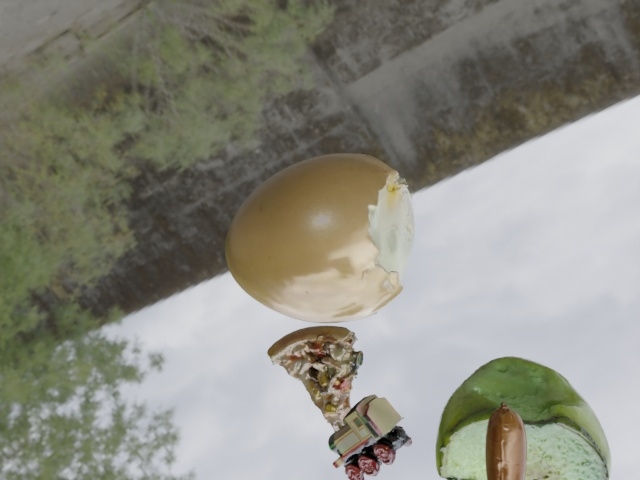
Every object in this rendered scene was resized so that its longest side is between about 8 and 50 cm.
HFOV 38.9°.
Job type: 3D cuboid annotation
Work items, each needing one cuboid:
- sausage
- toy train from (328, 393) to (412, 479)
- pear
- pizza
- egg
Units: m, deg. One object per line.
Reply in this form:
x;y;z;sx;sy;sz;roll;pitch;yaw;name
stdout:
0.245;0.301;1.200;0.054;0.183;0.062;3;-169;21;sausage
0.057;0.259;1.171;0.050;0.087;0.138;-32;168;-43;toy train
0.340;0.288;1.499;0.292;0.159;0.292;2;-159;-1;pear
0.005;0.235;1.477;0.185;0.195;0.052;-18;-173;35;pizza
0.000;0.000;1.089;0.244;0.201;0.201;-10;-160;20;egg
